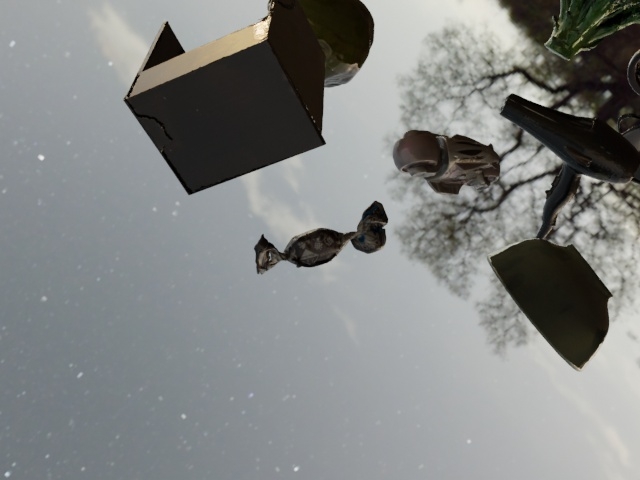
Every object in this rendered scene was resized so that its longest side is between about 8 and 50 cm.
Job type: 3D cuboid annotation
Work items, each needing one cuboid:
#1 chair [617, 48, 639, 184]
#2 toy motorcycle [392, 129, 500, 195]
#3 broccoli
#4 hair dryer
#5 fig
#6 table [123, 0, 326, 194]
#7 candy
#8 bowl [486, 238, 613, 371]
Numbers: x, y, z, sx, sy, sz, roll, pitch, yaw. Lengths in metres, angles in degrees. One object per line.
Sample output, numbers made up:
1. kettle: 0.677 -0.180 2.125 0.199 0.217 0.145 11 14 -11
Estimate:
1. chair: 0.886 -0.354 1.979 0.227 0.227 0.400 38 -123 -21
2. toy motorcycle: 0.221 -0.134 1.270 0.254 0.112 0.112 5 -134 -47
3. broccoli: 0.568 -0.512 1.636 0.254 0.269 0.269 7 -136 -41
4. hair dryer: 0.483 -0.123 1.667 0.304 0.359 0.120 28 -139 16
5. fig: -0.009 -0.493 1.834 0.271 0.239 0.239 33 -154 -15
6. table: -0.137 -0.264 1.268 0.196 0.251 0.282 58 -159 -34
7. candy: 0.000 0.000 1.234 0.051 0.226 0.094 -111 2 -67
8. bowl: 0.469 0.098 1.511 0.289 0.146 0.289 46 -166 -15
